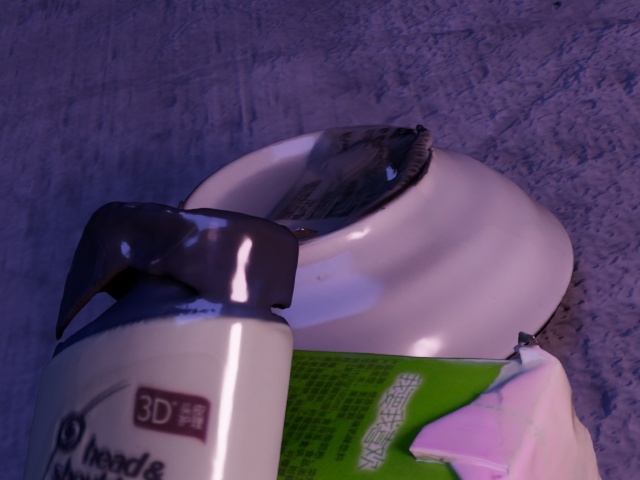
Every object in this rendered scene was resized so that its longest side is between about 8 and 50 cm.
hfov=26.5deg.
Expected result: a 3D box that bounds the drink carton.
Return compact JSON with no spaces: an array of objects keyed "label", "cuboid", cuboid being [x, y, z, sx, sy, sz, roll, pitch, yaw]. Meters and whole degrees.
[{"label":"drink carton","cuboid":[0.005,0.137,0.690,0.271,0.161,0.108,0,41,32]}]

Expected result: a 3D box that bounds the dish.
[{"label":"dish","cuboid":[0.000,0.000,0.888,0.317,0.106,0.316,-15,25,7]}]

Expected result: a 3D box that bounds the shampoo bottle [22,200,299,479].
[{"label":"shampoo bottle","cuboid":[-0.089,0.164,0.597,0.134,0.078,0.359,4,86,39]}]
